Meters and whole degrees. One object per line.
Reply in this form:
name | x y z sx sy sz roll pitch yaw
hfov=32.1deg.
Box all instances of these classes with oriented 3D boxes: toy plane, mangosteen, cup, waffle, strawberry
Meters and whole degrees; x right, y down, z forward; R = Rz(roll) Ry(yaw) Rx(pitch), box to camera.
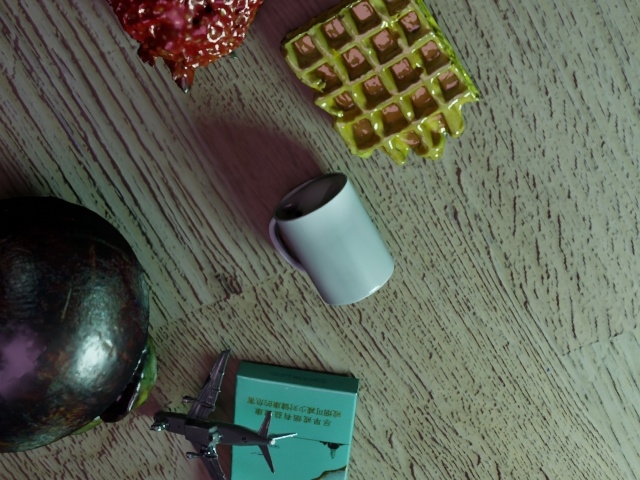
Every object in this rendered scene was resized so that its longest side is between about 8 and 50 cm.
toy plane | -0.141 0.248 1.457 0.226 0.058 0.225 1 98 30
mangosteen | -0.347 0.099 1.316 0.330 0.330 0.330 3 119 6
cup | 0.009 -0.006 1.326 0.099 0.136 0.133 -37 113 -13
waffle | 0.075 -0.173 1.236 0.160 0.055 0.211 -27 113 19
strawberry | -0.123 -0.279 1.178 0.174 0.098 0.228 40 117 -15

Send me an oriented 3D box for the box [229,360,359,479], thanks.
box | -0.039 0.275 1.502 0.162 0.041 0.229 8 119 5
